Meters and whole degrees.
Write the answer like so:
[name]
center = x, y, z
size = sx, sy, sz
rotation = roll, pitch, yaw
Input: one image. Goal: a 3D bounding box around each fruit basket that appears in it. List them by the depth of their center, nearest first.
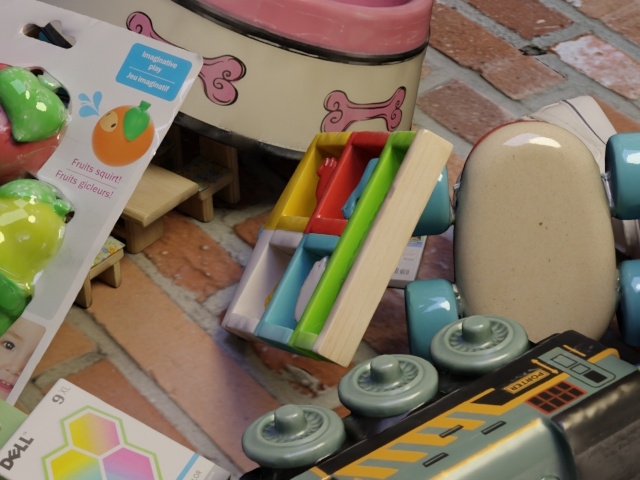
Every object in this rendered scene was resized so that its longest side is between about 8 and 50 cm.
[fruit basket]
center = -0.310, -0.054, 1.627
size = 0.327, 0.165, 0.353
rotation = 22, 82, 28

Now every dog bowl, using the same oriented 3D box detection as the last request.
[dog bowl]
center = -0.071, -0.243, 1.871
size = 0.408, 0.150, 0.408
rotation = 20, 27, -11

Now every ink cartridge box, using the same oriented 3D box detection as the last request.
[ink cartridge box]
center = -0.186, 0.176, 1.446
size = 0.209, 0.062, 0.109
rotation = 29, 43, 7

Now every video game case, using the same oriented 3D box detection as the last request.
[video game case]
center = 0.053, 0.001, 1.776
size = 0.087, 0.011, 0.122
rotation = 5, 37, 11

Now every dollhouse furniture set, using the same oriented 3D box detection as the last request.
[dollhouse furniture set]
center = -0.228, -0.092, 1.789
size = 0.242, 0.161, 0.212
rotation = 24, 43, 32

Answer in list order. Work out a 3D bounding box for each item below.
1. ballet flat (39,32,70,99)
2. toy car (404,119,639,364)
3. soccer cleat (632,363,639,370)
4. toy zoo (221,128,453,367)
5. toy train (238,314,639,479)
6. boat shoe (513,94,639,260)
[ballet flat]
center = -0.214, -0.183, 2.000
size = 0.248, 0.086, 0.086
rotation = 14, 39, 18
[toy car]
center = 0.175, -0.005, 1.674
size = 0.219, 0.210, 0.238
rotation = -5, 8, 0
[soccer cleat]
center = 0.353, 0.102, 1.550
size = 0.289, 0.093, 0.121
rotation = -15, 39, -16
[toy zoo]
center = 0.000, 0.000, 1.586
size = 0.030, 0.192, 0.293
rotation = 29, -7, -19
[toy train]
center = 0.091, 0.165, 1.412
size = 0.334, 0.142, 0.190
rotation = -24, 28, -27
[boat shoe]
center = 0.244, -0.054, 1.774
size = 0.088, 0.096, 0.267
rotation = -12, 36, -7
